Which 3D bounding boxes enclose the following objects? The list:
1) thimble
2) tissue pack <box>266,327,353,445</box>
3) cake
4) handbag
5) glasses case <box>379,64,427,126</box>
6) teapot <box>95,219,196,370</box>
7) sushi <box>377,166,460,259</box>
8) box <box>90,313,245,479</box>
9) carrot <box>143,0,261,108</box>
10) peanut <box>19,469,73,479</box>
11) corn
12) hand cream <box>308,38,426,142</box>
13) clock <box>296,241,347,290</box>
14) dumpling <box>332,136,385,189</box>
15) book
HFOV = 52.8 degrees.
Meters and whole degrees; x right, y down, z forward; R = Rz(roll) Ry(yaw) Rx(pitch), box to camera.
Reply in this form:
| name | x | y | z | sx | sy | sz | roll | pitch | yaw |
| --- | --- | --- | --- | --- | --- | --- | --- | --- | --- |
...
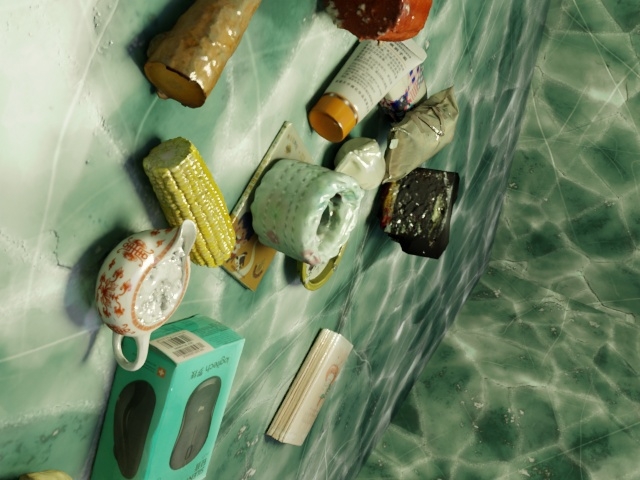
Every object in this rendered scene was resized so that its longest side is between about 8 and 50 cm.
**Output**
| name | x | y | z | sx | sy | sz | roll | pitch | yaw |
| --- | --- | --- | --- | --- | --- | --- | --- | --- | --- |
| thimble | -0.020 | -0.061 | 1.229 | 0.211 | 0.149 | 0.185 | -42 | 144 | -42 |
| tissue pack | -0.023 | 0.411 | 1.797 | 0.325 | 0.071 | 0.170 | -62 | 158 | -12 |
| cake | 0.114 | -0.486 | 1.130 | 0.151 | 0.177 | 0.283 | -26 | 135 | -57 |
| handbag | 0.239 | -0.255 | 1.537 | 0.270 | 0.117 | 0.182 | -36 | 146 | -36 |
| glasses case | 0.194 | -0.364 | 1.541 | 0.125 | 0.076 | 0.327 | -60 | 156 | -6 |
| teapot | -0.260 | 0.073 | 0.943 | 0.159 | 0.116 | 0.245 | -36 | 142 | -70 |
| sushi | 0.263 | -0.087 | 1.777 | 0.215 | 0.212 | 0.227 | -23 | 122 | -74 |
| box | -0.265 | 0.303 | 1.130 | 0.205 | 0.118 | 0.311 | -6 | 116 | -62 |
| carrot | -0.135 | -0.304 | 0.883 | 0.263 | 0.102 | 0.102 | -60 | 156 | -17 |
| peanut | -0.401 | 0.430 | 0.972 | 0.101 | 0.117 | 0.263 | -69 | 165 | -53 |
| corn | -0.193 | -0.052 | 0.987 | 0.093 | 0.093 | 0.244 | -54 | 154 | -27 |
| hand cream | 0.093 | -0.341 | 1.324 | 0.314 | 0.140 | 0.089 | -49 | -172 | -22 |
| clock | 0.000 | 0.000 | 1.492 | 0.237 | 0.057 | 0.237 | -48 | 150 | -40 |
| dumpling | 0.073 | -0.158 | 1.457 | 0.155 | 0.111 | 0.181 | -25 | 136 | -13 |
| book | -0.102 | -0.060 | 1.268 | 0.295 | 0.020 | 0.208 | -61 | 155 | -13 |
